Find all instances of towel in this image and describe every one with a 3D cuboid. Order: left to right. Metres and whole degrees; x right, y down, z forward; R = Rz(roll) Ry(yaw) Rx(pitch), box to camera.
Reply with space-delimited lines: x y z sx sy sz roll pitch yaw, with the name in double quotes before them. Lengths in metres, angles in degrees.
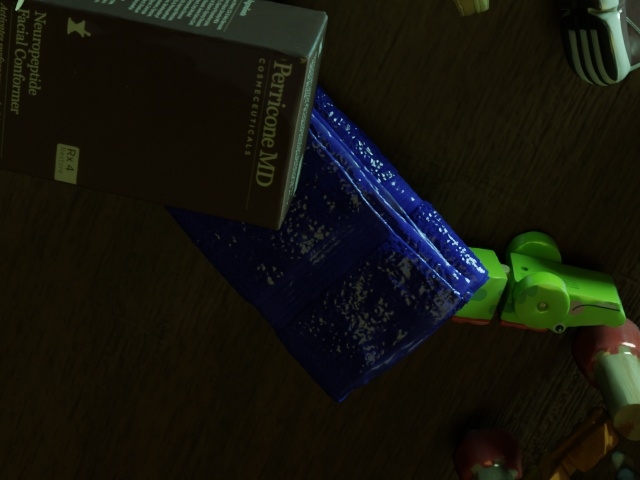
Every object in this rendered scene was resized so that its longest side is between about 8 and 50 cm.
"towel" 0.000 0.000 1.597 0.227 0.076 0.308 -42 89 14

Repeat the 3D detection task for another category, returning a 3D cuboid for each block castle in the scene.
"block castle" 0.419 0.308 1.832 0.453 0.213 0.303 34 113 -21

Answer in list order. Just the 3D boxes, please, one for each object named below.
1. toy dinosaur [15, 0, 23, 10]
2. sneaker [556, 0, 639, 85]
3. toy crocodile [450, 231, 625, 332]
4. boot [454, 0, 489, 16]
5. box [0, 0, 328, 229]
"toy dinosaur" -0.244 -0.298 1.383 0.092 0.053 0.183 10 104 -63
"sneaker" 0.317 -0.313 1.545 0.162 0.106 0.281 -20 111 -26
"toy crocodile" 0.183 0.051 1.705 0.340 0.115 0.105 9 122 -11
"boot" 0.035 -0.298 1.495 0.203 0.095 0.262 -31 117 9
"box" -0.198 -0.155 1.466 0.381 0.143 0.191 11 118 2
